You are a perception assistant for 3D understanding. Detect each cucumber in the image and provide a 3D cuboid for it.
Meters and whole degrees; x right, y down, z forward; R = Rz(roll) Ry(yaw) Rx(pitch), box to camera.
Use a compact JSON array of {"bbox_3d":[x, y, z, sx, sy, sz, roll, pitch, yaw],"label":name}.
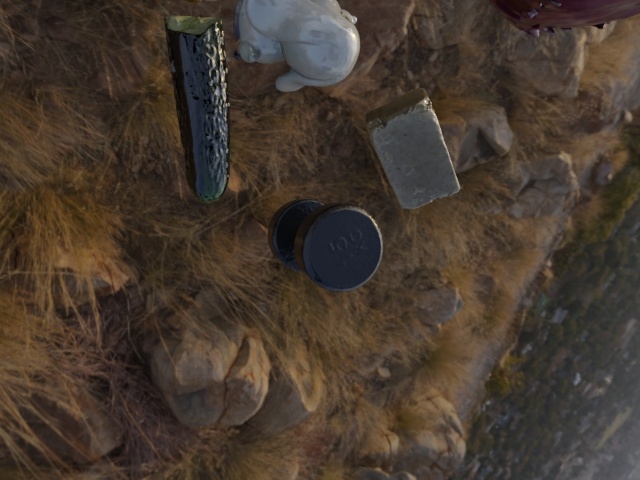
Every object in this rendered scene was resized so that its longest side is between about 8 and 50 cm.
[{"bbox_3d":[-0.153,-0.169,0.581,0.074,0.074,0.242,-11,104,-33],"label":"cucumber"}]

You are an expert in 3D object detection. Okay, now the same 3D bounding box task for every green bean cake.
[{"bbox_3d":[0.154,-0.147,0.742,0.109,0.085,0.179,-19,124,16],"label":"green bean cake"}]

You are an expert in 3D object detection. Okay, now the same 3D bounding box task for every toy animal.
[{"bbox_3d":[-0.062,-0.442,0.955,0.249,0.289,0.174,39,70,-39],"label":"toy animal"}]

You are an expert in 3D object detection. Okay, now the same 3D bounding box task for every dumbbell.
[{"bbox_3d":[0.000,0.000,1.123,0.203,0.322,0.204,-3,98,-20],"label":"dumbbell"}]

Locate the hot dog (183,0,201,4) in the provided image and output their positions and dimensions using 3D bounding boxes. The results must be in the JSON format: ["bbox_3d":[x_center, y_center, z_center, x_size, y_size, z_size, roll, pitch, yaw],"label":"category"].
[{"bbox_3d":[-0.357,-0.660,0.988,0.123,0.093,0.262,-30,123,-21],"label":"hot dog"}]

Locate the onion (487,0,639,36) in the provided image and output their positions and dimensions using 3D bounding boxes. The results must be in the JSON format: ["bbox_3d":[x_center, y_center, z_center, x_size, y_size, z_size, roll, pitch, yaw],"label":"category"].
[{"bbox_3d":[0.284,-0.354,0.349,0.358,0.358,0.345,-30,116,-22],"label":"onion"}]
